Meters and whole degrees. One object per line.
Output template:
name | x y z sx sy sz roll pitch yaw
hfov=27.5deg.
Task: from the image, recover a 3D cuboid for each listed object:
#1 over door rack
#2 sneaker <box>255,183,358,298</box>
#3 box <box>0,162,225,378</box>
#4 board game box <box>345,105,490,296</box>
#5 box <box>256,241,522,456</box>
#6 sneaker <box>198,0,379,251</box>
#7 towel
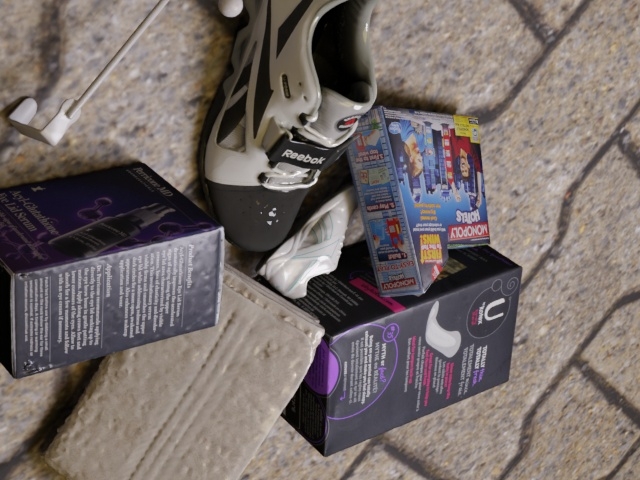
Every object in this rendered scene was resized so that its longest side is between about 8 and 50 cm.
over door rack | -0.178 -0.250 1.064 0.324 0.108 0.239 -45 135 -8
sneaker | 0.000 0.000 1.386 0.061 0.053 0.152 47 72 -7
box | -0.212 0.021 1.174 0.207 0.153 0.108 -15 124 -34
board game box | 0.106 -0.039 1.402 0.194 0.060 0.194 0 85 -52
box | 0.076 0.102 1.468 0.270 0.143 0.165 -17 125 -31
sneaker | -0.022 -0.119 1.252 0.122 0.146 0.331 -10 123 -37
towel | -0.138 0.157 1.328 0.187 0.049 0.282 33 97 -3
